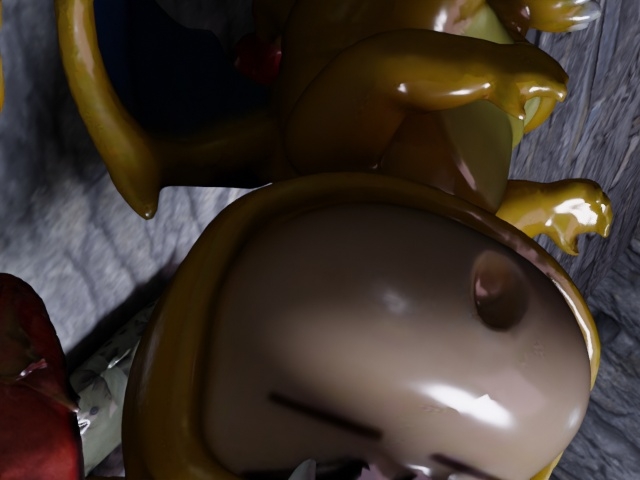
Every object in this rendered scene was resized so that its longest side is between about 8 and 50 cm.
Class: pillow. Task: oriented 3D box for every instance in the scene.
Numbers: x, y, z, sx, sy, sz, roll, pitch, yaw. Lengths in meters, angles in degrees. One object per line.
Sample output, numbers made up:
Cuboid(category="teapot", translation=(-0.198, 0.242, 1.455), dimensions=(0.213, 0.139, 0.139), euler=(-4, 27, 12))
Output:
Cuboid(category="pillow", translation=(-0.133, 0.094, 1.035), dimensions=(0.241, 0.051, 0.093), euler=(-42, 164, -33))

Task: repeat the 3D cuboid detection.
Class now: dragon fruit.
Cuboid(category="dragon fruit", translation=(-0.203, 0.127, 0.745), dimensions=(0.148, 0.224, 0.218), euler=(-5, 98, -24))

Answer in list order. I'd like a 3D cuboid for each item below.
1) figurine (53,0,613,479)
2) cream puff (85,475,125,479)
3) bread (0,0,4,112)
Cuboid(category="figurine", translation=(0.016, 0.013, 0.817), dimensions=(0.401, 0.268, 0.387), euler=(71, 33, -72))
Cuboid(category="cream puff", translation=(-0.160, 0.226, 1.127), dimensions=(0.144, 0.103, 0.126), euler=(-3, 113, -69))
Cuboid(category="bread", translation=(-0.194, -0.046, 0.472), dimensions=(0.244, 0.134, 0.244), euler=(-51, 162, -23))
